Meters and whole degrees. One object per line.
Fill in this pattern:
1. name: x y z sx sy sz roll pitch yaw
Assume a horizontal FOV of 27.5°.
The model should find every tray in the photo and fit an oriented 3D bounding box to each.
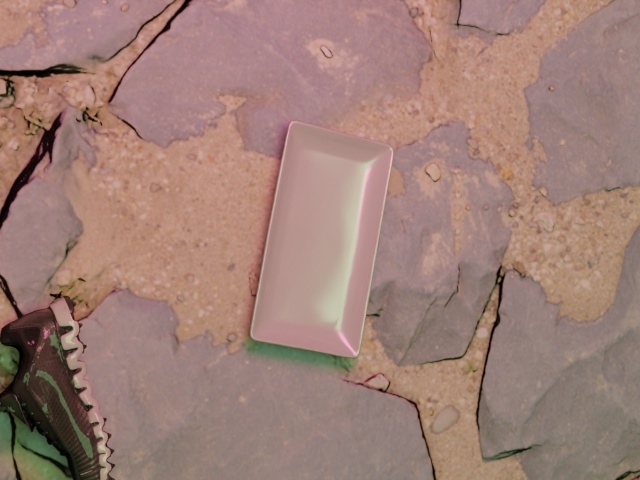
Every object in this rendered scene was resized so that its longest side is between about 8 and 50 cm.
1. tray: 0.000 0.000 1.595 0.145 0.030 0.270 12 84 -20

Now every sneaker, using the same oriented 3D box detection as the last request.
1. sneaker: -0.298 0.185 1.449 0.106 0.078 0.234 -14 89 -19
